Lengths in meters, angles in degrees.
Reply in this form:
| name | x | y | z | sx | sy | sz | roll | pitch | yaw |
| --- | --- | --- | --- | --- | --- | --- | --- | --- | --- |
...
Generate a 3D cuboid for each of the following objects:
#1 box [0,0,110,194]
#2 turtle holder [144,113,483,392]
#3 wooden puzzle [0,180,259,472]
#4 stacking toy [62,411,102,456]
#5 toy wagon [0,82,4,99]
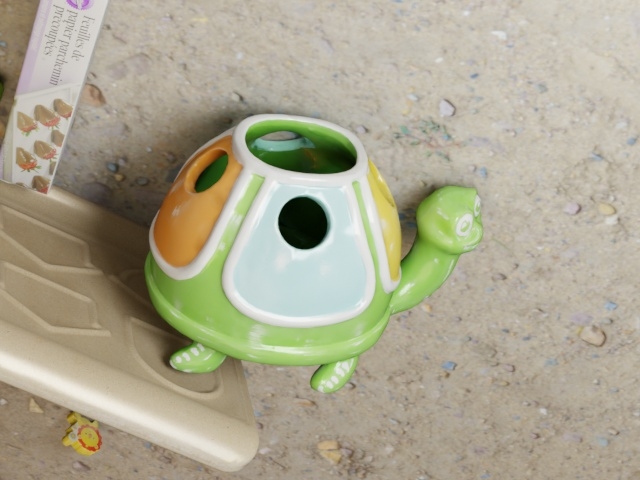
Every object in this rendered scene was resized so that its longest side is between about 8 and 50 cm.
| name | x | y | z | sx | sy | sz | roll | pitch | yaw |
| --- | --- | --- | --- | --- | --- | --- | --- | --- | --- |
| box | -0.263 | -0.170 | 1.850 | 0.063 | 0.067 | 0.324 | 18 | 141 | -7 |
| turtle holder | -0.010 | 0.008 | 1.868 | 0.320 | 0.243 | 0.227 | 18 | 123 | 5 |
| wooden puzzle | -0.231 | 0.085 | 1.913 | 0.322 | 0.348 | 0.080 | 25 | 115 | -22 |
| stacking toy | -0.323 | 0.176 | 2.292 | 0.221 | 0.052 | 0.167 | 33 | 136 | -24 |
| toy wagon | -0.462 | -0.174 | 1.891 | 0.267 | 0.068 | 0.344 | 24 | 139 | -16 |
